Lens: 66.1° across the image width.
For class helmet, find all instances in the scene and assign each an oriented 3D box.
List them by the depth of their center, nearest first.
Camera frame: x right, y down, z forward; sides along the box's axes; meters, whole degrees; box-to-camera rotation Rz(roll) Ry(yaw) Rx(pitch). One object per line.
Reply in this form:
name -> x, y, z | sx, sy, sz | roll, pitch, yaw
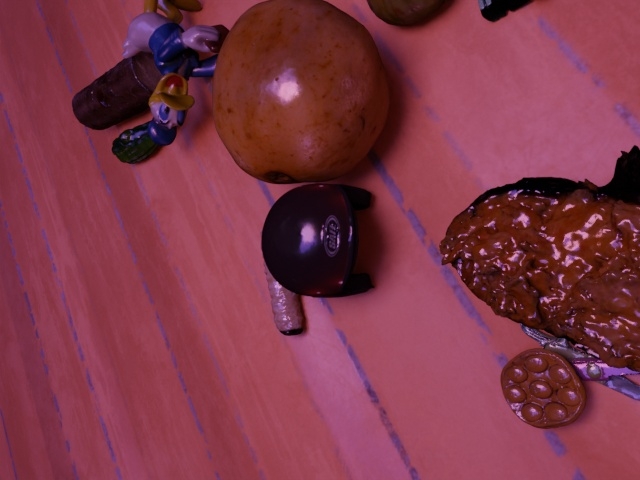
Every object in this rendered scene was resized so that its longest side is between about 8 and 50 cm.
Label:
helmet -> 0.000, 0.000, 0.810 | 0.216, 0.193, 0.189 | 168, 103, -77

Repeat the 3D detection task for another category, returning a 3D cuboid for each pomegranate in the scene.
pomegranate -> -0.039, -0.225, 0.784 | 0.308, 0.307, 0.307 | -2, 87, 35

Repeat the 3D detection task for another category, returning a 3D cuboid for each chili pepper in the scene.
chili pepper -> -0.421, -0.253, 1.178 | 0.257, 0.074, 0.100 | -25, 71, 27

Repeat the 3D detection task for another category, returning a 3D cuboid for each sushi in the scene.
sushi -> 0.327, 0.011, 0.558 | 0.349, 0.208, 0.234 | 19, 103, 39

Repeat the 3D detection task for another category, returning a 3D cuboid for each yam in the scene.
yam -> -0.476, -0.355, 1.185 | 0.280, 0.131, 0.131 | -13, 81, 37

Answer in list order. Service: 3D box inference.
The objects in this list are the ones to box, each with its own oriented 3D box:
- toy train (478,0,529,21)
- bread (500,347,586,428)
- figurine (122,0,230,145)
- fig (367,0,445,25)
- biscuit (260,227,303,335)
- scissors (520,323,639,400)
toy train -> 0.265, -0.414, 0.700 | 0.111, 0.071, 0.170 | -19, 77, 40
bread -> 0.296, 0.199, 0.659 | 0.110, 0.024, 0.109 | 0, 90, 39
figurine -> -0.280, -0.360, 1.027 | 0.284, 0.204, 0.338 | 13, 94, 17
fig -> 0.096, -0.403, 0.710 | 0.149, 0.245, 0.149 | 4, 97, 40
biscuit -> -0.076, 0.071, 0.928 | 0.061, 0.055, 0.219 | -27, 71, 62
scissors -> 0.353, 0.166, 0.642 | 0.187, 0.020, 0.133 | 8, 95, 38
